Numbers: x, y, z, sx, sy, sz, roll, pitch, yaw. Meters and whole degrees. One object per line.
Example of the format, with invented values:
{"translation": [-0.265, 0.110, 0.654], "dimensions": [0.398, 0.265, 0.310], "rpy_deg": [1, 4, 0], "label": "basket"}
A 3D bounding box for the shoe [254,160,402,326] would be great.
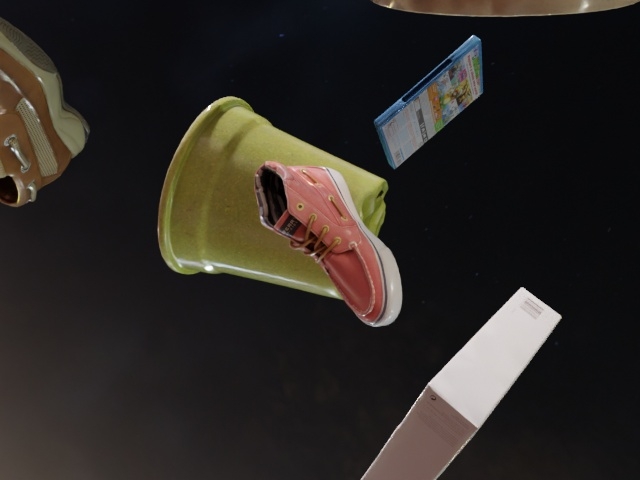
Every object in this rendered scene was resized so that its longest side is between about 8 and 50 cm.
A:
{"translation": [0.000, 0.000, 0.513], "dimensions": [0.063, 0.081, 0.178], "rpy_deg": [-55, -135, 36], "label": "shoe"}

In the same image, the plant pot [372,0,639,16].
{"translation": [0.170, -0.359, 0.513], "dimensions": [0.257, 0.256, 0.274], "rpy_deg": [16, -55, 29], "label": "plant pot"}

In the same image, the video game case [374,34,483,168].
{"translation": [0.147, -0.178, 0.778], "dimensions": [0.166, 0.119, 0.015], "rpy_deg": [-41, -116, -1], "label": "video game case"}

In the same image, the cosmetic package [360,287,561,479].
{"translation": [0.245, 0.272, 1.013], "dimensions": [0.097, 0.377, 0.284], "rpy_deg": [41, -51, 19], "label": "cosmetic package"}

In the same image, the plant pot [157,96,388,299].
{"translation": [-0.048, -0.038, 0.855], "dimensions": [0.254, 0.276, 0.276], "rpy_deg": [20, -57, 13], "label": "plant pot"}

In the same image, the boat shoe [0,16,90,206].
{"translation": [-0.274, -0.096, 0.458], "dimensions": [0.123, 0.119, 0.324], "rpy_deg": [25, -11, 1], "label": "boat shoe"}
